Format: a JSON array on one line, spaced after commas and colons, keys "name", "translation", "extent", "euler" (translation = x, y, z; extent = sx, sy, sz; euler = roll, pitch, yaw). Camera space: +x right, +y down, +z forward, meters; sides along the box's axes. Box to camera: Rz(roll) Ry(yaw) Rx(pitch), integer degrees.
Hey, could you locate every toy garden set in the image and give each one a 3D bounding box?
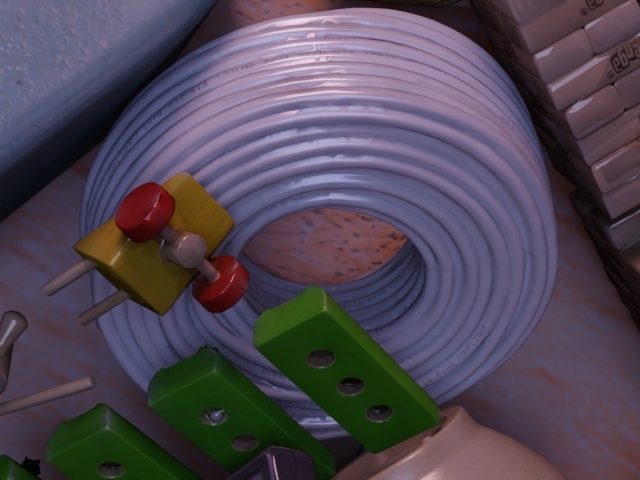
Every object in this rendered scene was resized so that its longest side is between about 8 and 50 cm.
[{"name": "toy garden set", "translation": [-0.095, 0.075, 0.691], "extent": [0.244, 0.049, 0.204], "euler": [-29, 129, 20]}]

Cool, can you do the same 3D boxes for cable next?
[{"name": "cable", "translation": [0.000, 0.000, 0.722], "extent": [0.257, 0.089, 0.257], "euler": [0, 132, -6]}]

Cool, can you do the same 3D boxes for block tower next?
[{"name": "block tower", "translation": [0.188, -0.034, 0.731], "extent": [0.097, 0.091, 0.335], "euler": [-29, 114, 1]}]

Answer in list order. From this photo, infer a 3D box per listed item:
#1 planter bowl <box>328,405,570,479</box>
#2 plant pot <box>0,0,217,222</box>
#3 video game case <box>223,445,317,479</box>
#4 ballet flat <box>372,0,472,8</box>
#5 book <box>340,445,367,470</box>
[{"name": "planter bowl", "translation": [0.064, 0.158, 0.725], "extent": [0.162, 0.162, 0.109], "euler": [-31, 90, -1]}, {"name": "plant pot", "translation": [-0.167, -0.162, 0.700], "extent": [0.252, 0.247, 0.248], "euler": [-35, 93, -20]}, {"name": "video game case", "translation": [-0.077, 0.275, 0.671], "extent": [0.035, 0.248, 0.275], "euler": [18, 135, -35]}, {"name": "ballet flat", "translation": [0.162, -0.197, 0.770], "extent": [0.348, 0.123, 0.123], "euler": [-29, 93, -2]}, {"name": "book", "translation": [0.036, 0.187, 0.818], "extent": [0.096, 0.035, 0.144], "euler": [41, 89, -2]}]
